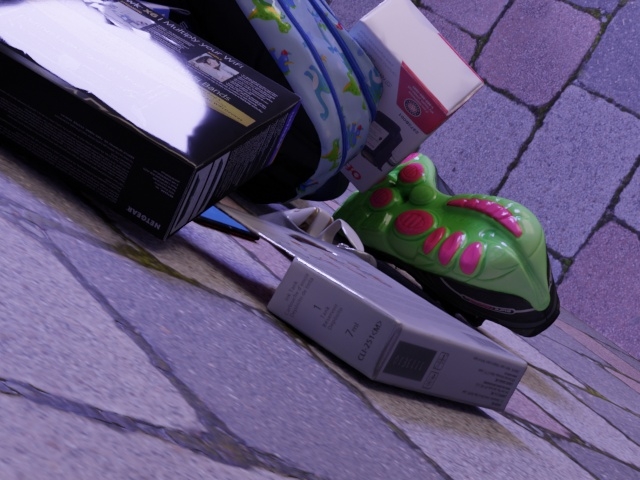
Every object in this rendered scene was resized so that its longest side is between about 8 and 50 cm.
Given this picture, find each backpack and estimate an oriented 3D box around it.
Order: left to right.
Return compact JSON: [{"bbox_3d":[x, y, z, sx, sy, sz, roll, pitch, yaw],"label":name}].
[{"bbox_3d":[-0.089,-0.221,1.847,0.273,0.290,0.355,-23,79,-47],"label":"backpack"}]

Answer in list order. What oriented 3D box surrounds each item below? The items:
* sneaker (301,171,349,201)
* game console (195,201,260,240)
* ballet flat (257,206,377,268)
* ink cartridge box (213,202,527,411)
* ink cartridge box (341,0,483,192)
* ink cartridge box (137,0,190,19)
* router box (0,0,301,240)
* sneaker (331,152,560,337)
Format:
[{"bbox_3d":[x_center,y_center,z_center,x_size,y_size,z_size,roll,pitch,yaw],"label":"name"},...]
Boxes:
[{"bbox_3d":[-0.111,-0.142,2.095,0.319,0.112,0.131,28,20,18],"label":"sneaker"},{"bbox_3d":[-0.121,-0.073,1.533,0.085,0.124,0.144,6,-6,26],"label":"game console"},{"bbox_3d":[0.000,0.000,1.605,0.072,0.068,0.213,28,7,-35],"label":"ballet flat"},{"bbox_3d":[0.037,0.064,1.341,0.239,0.060,0.275,31,5,33],"label":"ink cartridge box"},{"bbox_3d":[0.081,-0.196,1.963,0.172,0.100,0.237,48,-37,1],"label":"ink cartridge box"},{"bbox_3d":[-0.303,-0.253,1.621,0.186,0.065,0.311,13,14,24],"label":"ink cartridge box"},{"bbox_3d":[-0.201,-0.144,1.298,0.309,0.081,0.243,31,27,9],"label":"router box"},{"bbox_3d":[0.167,0.018,2.016,0.202,0.185,0.483,59,-9,-26],"label":"sneaker"}]
